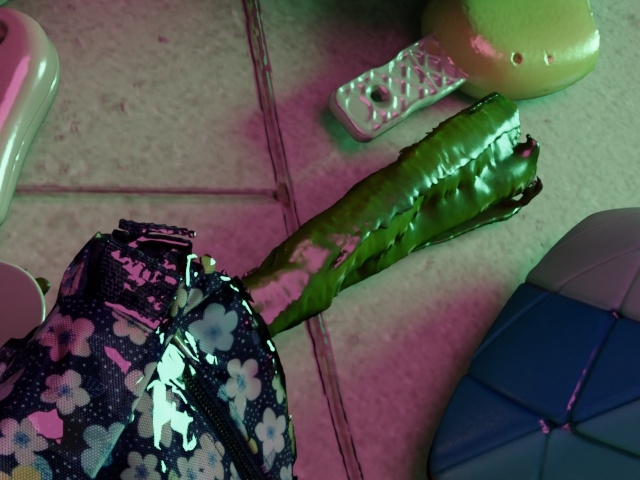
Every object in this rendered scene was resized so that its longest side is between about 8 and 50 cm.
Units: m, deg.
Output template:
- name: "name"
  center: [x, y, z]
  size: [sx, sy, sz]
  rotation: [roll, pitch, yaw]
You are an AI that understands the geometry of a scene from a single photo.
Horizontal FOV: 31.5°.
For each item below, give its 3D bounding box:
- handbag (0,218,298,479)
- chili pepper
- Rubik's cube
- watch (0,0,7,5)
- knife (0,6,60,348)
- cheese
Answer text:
- name: "handbag"
  center: [-0.090, 0.119, 0.468]
  size: [0.127, 0.228, 0.207]
  rotation: [8, 43, 21]
- name: "chili pepper"
  center: [0.000, 0.000, 0.650]
  size: [0.359, 0.076, 0.084]
  rotation: [-24, 111, -35]
- name: "Rubik's cube"
  center: [0.228, 0.101, 0.624]
  size: [0.255, 0.254, 0.254]
  rotation: [12, 60, -22]
- name: "watch"
  center: [-0.213, -0.259, 0.603]
  size: [0.231, 0.196, 0.244]
  rotation: [40, 50, -13]
- name: "knife"
  center: [-0.170, 0.032, 0.551]
  size: [0.081, 0.043, 0.335]
  rotation: [-4, 66, 8]
- name: "cheese"
  center: [0.101, -0.131, 0.782]
  size: [0.255, 0.050, 0.127]
  rotation: [-36, 87, -34]
